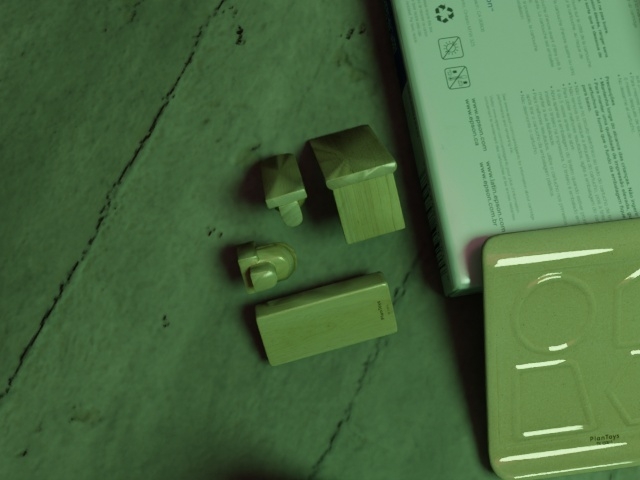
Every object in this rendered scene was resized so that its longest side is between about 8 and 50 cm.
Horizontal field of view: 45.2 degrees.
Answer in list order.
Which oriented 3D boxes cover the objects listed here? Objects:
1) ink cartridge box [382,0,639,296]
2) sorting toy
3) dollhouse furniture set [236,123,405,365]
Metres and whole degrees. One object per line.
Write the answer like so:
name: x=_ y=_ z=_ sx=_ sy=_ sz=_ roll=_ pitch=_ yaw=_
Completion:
ink cartridge box: x=0.240 y=-0.136 z=0.682 sx=0.330 sy=0.071 sz=0.323 roll=-9 pitch=79 yaw=-4
sorting toy: x=0.227 y=0.086 z=0.627 sx=0.193 sy=0.038 sz=0.208 roll=-7 pitch=103 yaw=-3
dollhouse furniture set: x=0.000 y=0.000 z=0.685 sx=0.144 sy=0.123 sz=0.151 roll=-15 pitch=114 yaw=-1
